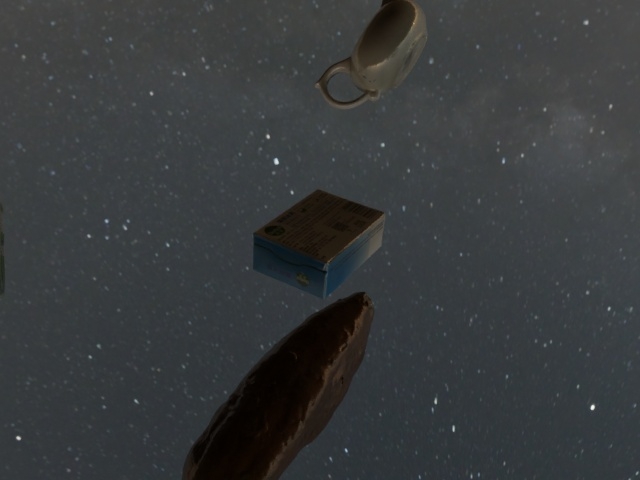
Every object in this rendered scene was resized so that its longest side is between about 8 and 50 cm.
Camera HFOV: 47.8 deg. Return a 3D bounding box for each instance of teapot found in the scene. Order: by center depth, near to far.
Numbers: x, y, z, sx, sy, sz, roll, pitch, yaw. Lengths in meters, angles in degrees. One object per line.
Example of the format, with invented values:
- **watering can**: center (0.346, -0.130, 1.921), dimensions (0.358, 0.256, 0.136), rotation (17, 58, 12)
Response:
- **teapot**: center (0.119, -0.397, 1.510), dimensions (0.166, 0.208, 0.299), rotation (44, -96, -3)

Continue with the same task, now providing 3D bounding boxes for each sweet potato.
- **sweet potato**: center (-0.028, 0.147, 0.692), dimensions (0.097, 0.097, 0.251), rotation (29, -118, 27)

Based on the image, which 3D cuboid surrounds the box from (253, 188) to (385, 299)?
- **box**: center (0.000, 0.000, 1.176), dimensions (0.139, 0.073, 0.194), rotation (21, -144, 25)

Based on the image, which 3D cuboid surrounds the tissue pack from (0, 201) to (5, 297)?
- **tissue pack**: center (-0.515, 0.005, 0.911), dimensions (0.201, 0.275, 0.167), rotation (1, -92, -20)
